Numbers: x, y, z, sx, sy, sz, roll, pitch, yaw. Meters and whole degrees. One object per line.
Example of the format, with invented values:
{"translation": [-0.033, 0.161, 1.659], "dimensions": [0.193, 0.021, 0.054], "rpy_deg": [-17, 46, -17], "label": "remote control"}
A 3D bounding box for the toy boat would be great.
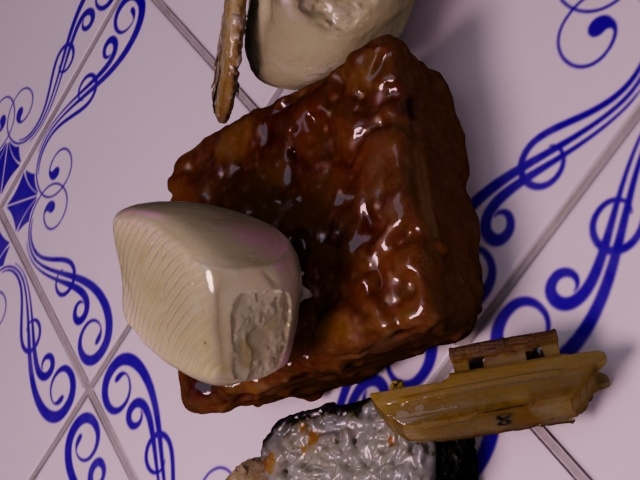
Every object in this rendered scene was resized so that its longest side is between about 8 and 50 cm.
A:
{"translation": [0.161, 0.138, 1.042], "dimensions": [0.226, 0.068, 0.088], "rpy_deg": [-11, 52, 9], "label": "toy boat"}

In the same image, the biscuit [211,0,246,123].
{"translation": [-0.105, -0.246, 1.286], "dimensions": [0.220, 0.033, 0.220], "rpy_deg": [-174, 90, -82], "label": "biscuit"}

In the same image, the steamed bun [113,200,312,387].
{"translation": [-0.106, 0.043, 1.125], "dimensions": [0.238, 0.152, 0.170], "rpy_deg": [27, 123, 51], "label": "steamed bun"}

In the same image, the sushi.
{"translation": [0.048, 0.234, 1.151], "dimensions": [0.225, 0.126, 0.136], "rpy_deg": [-19, 63, 39], "label": "sushi"}

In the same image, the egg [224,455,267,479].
{"translation": [-0.070, 0.310, 1.252], "dimensions": [0.140, 0.116, 0.118], "rpy_deg": [-45, 20, -9], "label": "egg"}

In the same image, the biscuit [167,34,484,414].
{"translation": [0.000, 0.000, 1.246], "dimensions": [0.395, 0.166, 0.343], "rpy_deg": [-23, 66, 39], "label": "biscuit"}

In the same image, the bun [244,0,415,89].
{"translation": [0.030, -0.353, 1.294], "dimensions": [0.364, 0.202, 0.364], "rpy_deg": [-170, 90, -78], "label": "bun"}
